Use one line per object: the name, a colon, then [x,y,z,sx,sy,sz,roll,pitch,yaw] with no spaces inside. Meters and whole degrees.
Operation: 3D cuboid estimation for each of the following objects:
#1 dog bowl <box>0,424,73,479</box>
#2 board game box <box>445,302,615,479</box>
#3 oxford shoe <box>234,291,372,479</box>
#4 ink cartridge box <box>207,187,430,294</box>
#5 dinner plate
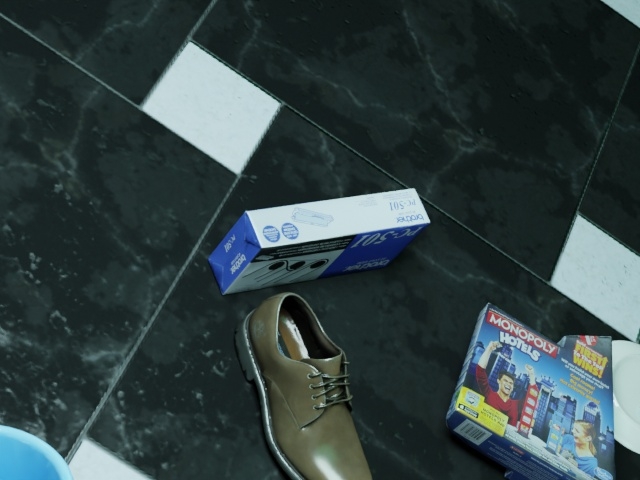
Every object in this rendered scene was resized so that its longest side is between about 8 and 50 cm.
dog bowl: [-0.321,0.228,1.224,0.297,0.074,0.166,-12,42,-35]
board game box: [0.230,0.160,1.646,0.194,0.060,0.194,31,48,-9]
oxford shoe: [-0.006,0.152,1.488,0.083,0.096,0.227,-15,70,-38]
ink cartridge box: [0.000,0.000,1.589,0.207,0.097,0.046,-9,66,-34]
dinner plate: [0.354,0.171,1.742,0.141,0.017,0.141,14,55,-21]
